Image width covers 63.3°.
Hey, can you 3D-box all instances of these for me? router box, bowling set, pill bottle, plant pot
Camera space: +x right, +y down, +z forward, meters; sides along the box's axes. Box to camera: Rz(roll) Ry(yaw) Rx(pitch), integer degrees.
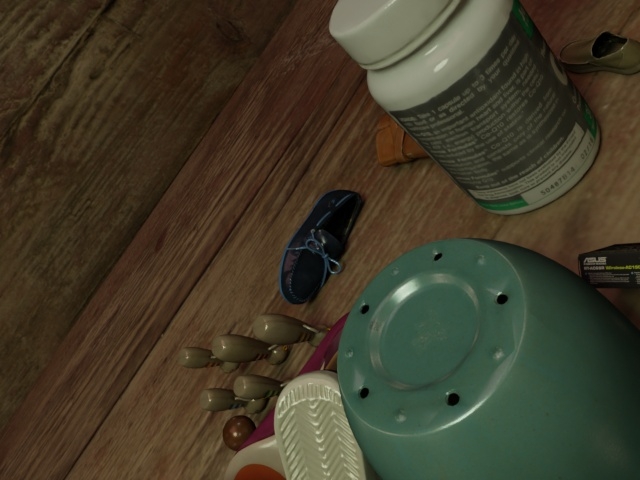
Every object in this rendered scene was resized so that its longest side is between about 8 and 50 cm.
[{"bbox_3d":[0.338,0.023,0.515,0.122,0.092,0.038,-7,90,52],"label":"router box"},{"bbox_3d":[-0.114,0.254,0.892,0.286,0.154,0.200,-23,60,39],"label":"bowling set"},{"bbox_3d":[0.193,-0.209,0.684,0.204,0.361,0.204,-34,36,29],"label":"pill bottle"},{"bbox_3d":[0.156,0.134,0.495,0.292,0.235,0.293,-31,36,26],"label":"plant pot"}]

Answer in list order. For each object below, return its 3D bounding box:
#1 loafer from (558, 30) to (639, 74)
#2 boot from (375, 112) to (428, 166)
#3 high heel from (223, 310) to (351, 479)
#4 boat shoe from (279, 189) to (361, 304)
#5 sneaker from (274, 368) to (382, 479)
[{"bbox_3d":[0.410,-0.281,0.764,0.056,0.050,0.148,-53,31,0],"label":"loafer"},{"bbox_3d":[0.216,-0.273,0.993,0.220,0.109,0.284,-19,52,50],"label":"boot"},{"bbox_3d":[-0.014,0.270,0.788,0.377,0.127,0.181,-52,-4,16],"label":"high heel"},{"bbox_3d":[0.000,0.000,0.993,0.089,0.109,0.259,-5,57,48],"label":"boat shoe"},{"bbox_3d":[0.029,0.322,0.593,0.131,0.148,0.351,-4,82,15],"label":"sneaker"}]
